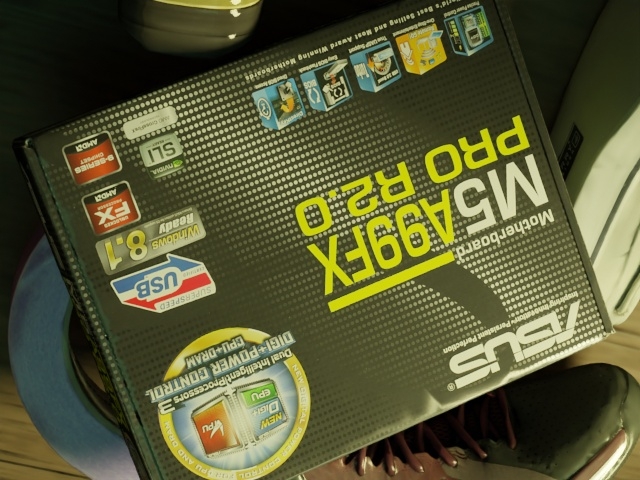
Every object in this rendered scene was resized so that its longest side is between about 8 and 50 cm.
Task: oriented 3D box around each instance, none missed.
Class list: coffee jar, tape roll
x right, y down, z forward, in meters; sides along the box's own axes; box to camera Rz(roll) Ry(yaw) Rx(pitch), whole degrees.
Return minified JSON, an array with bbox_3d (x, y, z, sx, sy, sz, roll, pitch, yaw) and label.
[{"bbox_3d":[-0.058,-0.189,0.851,0.079,0.096,0.184,8,119,-3],"label":"coffee jar"},{"bbox_3d":[-0.083,0.048,0.960,0.189,0.080,0.189,-1,97,-9],"label":"tape roll"}]

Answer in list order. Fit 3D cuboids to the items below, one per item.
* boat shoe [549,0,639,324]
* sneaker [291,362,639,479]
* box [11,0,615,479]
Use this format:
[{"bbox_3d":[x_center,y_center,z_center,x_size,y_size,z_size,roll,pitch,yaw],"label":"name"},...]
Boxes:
[{"bbox_3d":[0.192,-0.056,0.966,0.088,0.096,0.268,10,120,-18],"label":"boat shoe"},{"bbox_3d":[0.053,0.128,1.051,0.281,0.106,0.162,-33,116,13],"label":"sneaker"},{"bbox_3d":[0.000,0.000,0.895,0.270,0.060,0.216,-21,98,-14],"label":"box"}]
